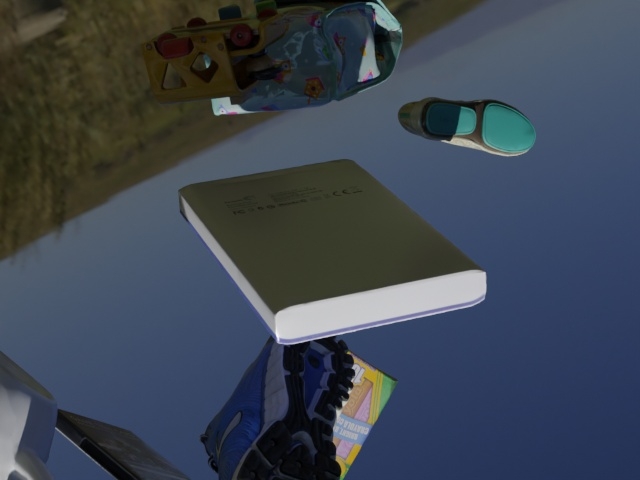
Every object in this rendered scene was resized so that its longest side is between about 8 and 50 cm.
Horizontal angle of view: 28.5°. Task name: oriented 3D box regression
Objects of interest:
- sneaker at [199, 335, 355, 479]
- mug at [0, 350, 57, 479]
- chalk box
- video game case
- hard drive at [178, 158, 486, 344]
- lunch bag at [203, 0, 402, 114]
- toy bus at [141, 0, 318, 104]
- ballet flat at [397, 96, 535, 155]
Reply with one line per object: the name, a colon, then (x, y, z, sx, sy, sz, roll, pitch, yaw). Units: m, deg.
sneaker: (-0.056, 0.242, 1.358, 0.147, 0.130, 0.330, -40, -157, 40)
mug: (-0.393, 0.264, 1.229, 0.328, 0.374, 0.276, -52, 153, -9)
chalk box: (-0.028, 0.227, 1.592, 0.213, 0.132, 0.132, -59, -151, -8)
video game case: (-0.227, 0.323, 1.716, 0.026, 0.274, 0.196, -58, 149, -2)
hard drive: (0.000, 0.000, 1.284, 0.210, 0.040, 0.318, -10, -154, -19)
lunch bag: (-0.020, -0.289, 1.890, 0.223, 0.160, 0.262, -2, -162, 29)
toy bus: (-0.113, -0.221, 1.551, 0.191, 0.104, 0.202, -19, -159, -19)
ballet flat: (0.153, -0.124, 1.322, 0.168, 0.057, 0.052, 9, 180, -37)
